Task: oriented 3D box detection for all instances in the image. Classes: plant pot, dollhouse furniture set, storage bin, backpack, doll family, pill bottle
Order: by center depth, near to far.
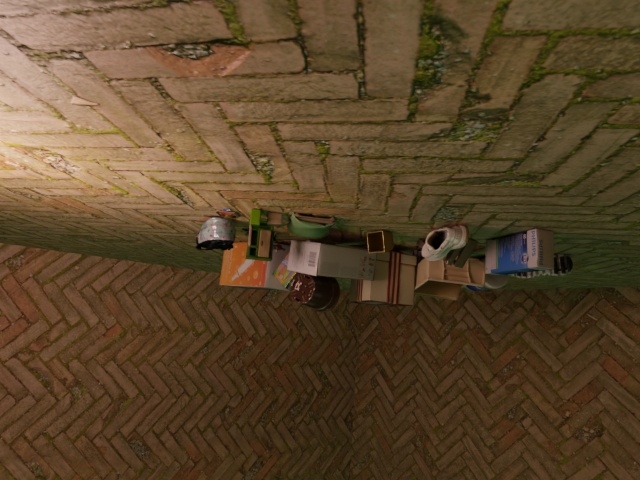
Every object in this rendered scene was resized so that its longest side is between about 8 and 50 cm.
[{"bbox_3d":[-0.108,-0.005,1.625,0.301,0.152,0.197,6,169,-10],"label":"dollhouse furniture set"},{"bbox_3d":[-0.398,-0.023,1.754,0.151,0.115,0.182,-4,173,-26],"label":"backpack"},{"bbox_3d":[0.239,0.005,1.758,0.083,0.081,0.081,-2,176,-42],"label":"plant pot"},{"bbox_3d":[0.501,0.010,1.808,0.144,0.123,0.151,13,-159,-39],"label":"dollhouse furniture set"},{"bbox_3d":[-0.237,-0.004,1.903,0.192,0.076,0.111,10,173,-16],"label":"doll family"},{"bbox_3d":[-0.031,0.212,1.909,0.166,0.167,0.165,-3,167,34],"label":"plant pot"},{"bbox_3d":[0.548,0.164,1.991,0.260,0.123,0.262,8,159,-5],"label":"storage bin"},{"bbox_3d":[0.771,0.167,2.199,0.152,0.153,0.272,6,169,-9],"label":"pill bottle"}]

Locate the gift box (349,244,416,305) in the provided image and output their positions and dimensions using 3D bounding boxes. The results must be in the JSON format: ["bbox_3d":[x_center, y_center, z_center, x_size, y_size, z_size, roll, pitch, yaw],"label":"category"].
[{"bbox_3d":[0.261,0.160,2.066,0.254,0.259,0.276,10,168,-24],"label":"gift box"}]

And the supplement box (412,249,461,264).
[{"bbox_3d":[0.548,0.093,2.102,0.239,0.073,0.130,4,168,7],"label":"supplement box"}]

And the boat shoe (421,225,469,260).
[{"bbox_3d":[0.422,0.004,1.640,0.096,0.098,0.277,7,160,-13],"label":"boat shoe"}]

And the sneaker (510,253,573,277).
[{"bbox_3d":[0.934,0.111,1.994,0.291,0.110,0.118,1,178,16],"label":"sneaker"}]

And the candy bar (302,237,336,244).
[{"bbox_3d":[0.000,0.000,1.976,0.161,0.018,0.040,12,167,-33],"label":"candy bar"}]

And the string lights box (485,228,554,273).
[{"bbox_3d":[0.707,0.047,1.636,0.076,0.134,0.259,8,169,-18],"label":"string lights box"}]

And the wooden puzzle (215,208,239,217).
[{"bbox_3d":[-0.330,-0.092,1.625,0.078,0.014,0.116,2,169,12],"label":"wooden puzzle"}]

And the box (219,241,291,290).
[{"bbox_3d":[-0.312,0.126,2.212,0.345,0.215,0.168,-3,167,41],"label":"box"}]

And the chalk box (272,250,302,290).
[{"bbox_3d":[-0.085,0.122,2.043,0.132,0.213,0.132,36,-178,-41],"label":"chalk box"}]

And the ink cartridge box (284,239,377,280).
[{"bbox_3d":[0.030,0.081,1.897,0.309,0.130,0.271,9,179,-37],"label":"ink cartridge box"}]

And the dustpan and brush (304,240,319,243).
[{"bbox_3d":[-0.052,0.046,2.123,0.147,0.061,0.211,13,166,-37],"label":"dustpan and brush"}]
